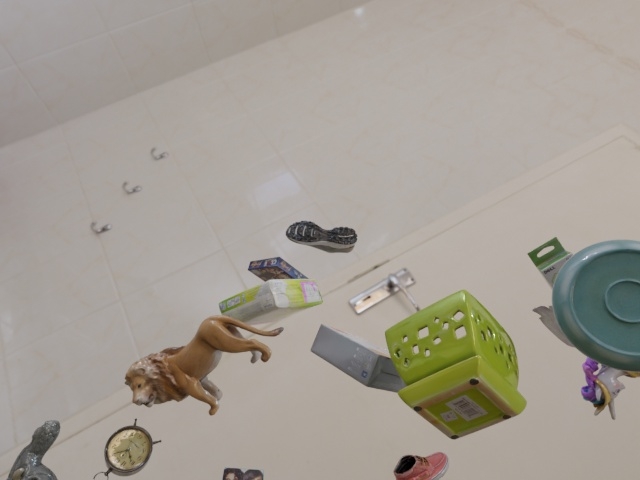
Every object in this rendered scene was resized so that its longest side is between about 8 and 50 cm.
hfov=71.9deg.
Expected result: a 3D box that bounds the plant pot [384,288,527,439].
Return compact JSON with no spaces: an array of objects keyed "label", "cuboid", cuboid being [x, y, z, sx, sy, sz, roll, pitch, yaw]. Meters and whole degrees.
[{"label":"plant pot","cuboid":[0.297,0.283,0.966,0.228,0.227,0.207,43,28,-24]}]

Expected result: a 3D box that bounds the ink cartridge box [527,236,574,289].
[{"label":"ink cartridge box","cuboid":[0.776,0.104,1.415,0.209,0.109,0.062,56,15,3]}]

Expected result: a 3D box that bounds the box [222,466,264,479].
[{"label":"box","cuboid":[-0.180,0.621,0.968,0.244,0.100,0.060,-104,-158,-69]}]

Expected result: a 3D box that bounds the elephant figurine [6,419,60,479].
[{"label":"elephant figurine","cuboid":[-0.524,0.480,0.763,0.169,0.239,0.186,25,-41,49]}]

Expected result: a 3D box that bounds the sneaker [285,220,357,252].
[{"label":"sneaker","cuboid":[0.000,0.000,1.665,0.108,0.271,0.100,94,7,-55]}]

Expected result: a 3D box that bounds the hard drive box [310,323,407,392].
[{"label":"hard drive box","cuboid":[0.116,0.334,1.248,0.232,0.089,0.181,17,-8,47]}]

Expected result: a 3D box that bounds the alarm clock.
[{"label":"alarm clock","cuboid":[-0.571,0.625,1.277,0.129,0.192,0.064,37,-50,9]}]

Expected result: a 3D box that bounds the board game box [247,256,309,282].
[{"label":"board game box","cuboid":[-0.150,0.150,1.777,0.165,0.042,0.243,-11,-38,38]}]

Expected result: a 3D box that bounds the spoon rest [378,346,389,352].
[{"label":"spoon rest","cuboid":[0.245,0.412,1.420,0.276,0.084,0.137,27,30,-48]}]

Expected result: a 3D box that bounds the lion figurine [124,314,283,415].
[{"label":"lion figurine","cuboid":[-0.302,0.297,1.134,0.240,0.392,0.142,42,6,-8]}]

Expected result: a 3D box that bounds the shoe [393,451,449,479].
[{"label":"shoe","cuboid":[0.273,0.608,1.188,0.063,0.178,0.081,8,-62,60]}]

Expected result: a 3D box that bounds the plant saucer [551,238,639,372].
[{"label":"plant saucer","cuboid":[0.724,0.145,1.040,0.318,0.317,0.043,56,9,26]}]

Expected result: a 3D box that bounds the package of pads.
[{"label":"package of pads","cuboid":[-0.151,0.207,1.470,0.296,0.229,0.101,7,61,-60]}]

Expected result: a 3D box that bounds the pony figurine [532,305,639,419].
[{"label":"pony figurine","cuboid":[0.858,0.287,1.287,0.351,0.363,0.303,56,-2,6]}]
